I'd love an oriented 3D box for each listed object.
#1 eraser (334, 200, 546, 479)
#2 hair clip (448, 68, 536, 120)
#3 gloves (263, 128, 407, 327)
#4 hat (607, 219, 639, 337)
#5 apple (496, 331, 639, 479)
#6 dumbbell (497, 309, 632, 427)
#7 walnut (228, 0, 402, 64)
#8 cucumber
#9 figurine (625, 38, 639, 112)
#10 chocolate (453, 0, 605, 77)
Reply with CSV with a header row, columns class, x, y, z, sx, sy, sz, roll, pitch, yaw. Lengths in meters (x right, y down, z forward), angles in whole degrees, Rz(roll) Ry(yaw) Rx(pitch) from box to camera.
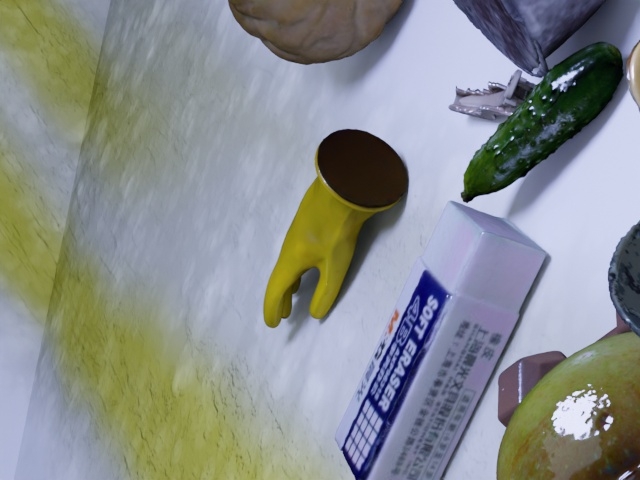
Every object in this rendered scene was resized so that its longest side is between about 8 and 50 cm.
class,x,y,z,sx,sy,sz,roll,pitch,yaw
eraser,0.116,0.110,1.695,0.287,0.086,0.130,-66,21,11
hair clip,0.196,-0.147,1.788,0.034,0.072,0.226,-67,12,-6
gloves,0.001,-0.001,2.092,0.133,0.116,0.294,-52,-6,-43
hat,0.323,0.071,1.143,0.265,0.265,0.128,-107,10,-57
apple,0.232,0.169,1.266,0.188,0.173,0.207,-63,38,24
dumbbell,0.238,0.102,1.411,0.231,0.092,0.082,-45,60,47
walnut,-0.010,-0.380,2.198,0.285,0.285,0.296,-145,54,-68
cucumber,0.214,-0.112,1.659,0.227,0.069,0.069,-44,32,32
figurine,0.366,-0.150,1.207,0.208,0.181,0.257,-43,11,-34
chocolate,0.204,-0.340,1.674,0.213,0.303,0.303,-40,24,-1
